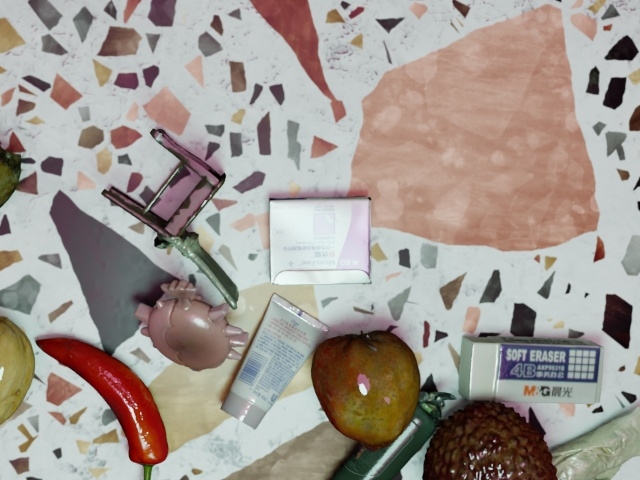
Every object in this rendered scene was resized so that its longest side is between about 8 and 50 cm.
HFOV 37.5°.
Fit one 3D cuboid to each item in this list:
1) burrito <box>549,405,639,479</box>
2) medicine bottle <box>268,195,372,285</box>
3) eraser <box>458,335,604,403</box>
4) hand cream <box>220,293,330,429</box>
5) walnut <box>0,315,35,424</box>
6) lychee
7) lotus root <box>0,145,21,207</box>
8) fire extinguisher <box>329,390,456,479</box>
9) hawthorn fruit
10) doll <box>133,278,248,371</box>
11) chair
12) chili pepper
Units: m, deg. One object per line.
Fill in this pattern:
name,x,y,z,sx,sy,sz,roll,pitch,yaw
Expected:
burrito,0.516,0.479,1.945,0.392,0.076,0.117,-29,97,-3
medicine bottle,0.000,0.000,1.824,0.201,0.052,0.171,0,97,-7
eraser,0.425,0.262,1.905,0.279,0.081,0.124,2,96,-9
hand cream,-0.100,0.238,1.830,0.133,0.083,0.247,35,79,-12
walnut,-0.611,0.237,1.680,0.195,0.195,0.221,28,88,-11
lychee,0.324,0.457,1.803,0.264,0.264,0.300,17,63,-10
lotus root,-0.689,-0.083,1.649,0.314,0.210,0.141,-8,86,5
fire extinguisher,0.143,0.408,1.863,0.095,0.114,0.311,42,87,-22
hawthorn fruit,0.086,0.295,1.796,0.208,0.208,0.248,-3,97,-9
doll,-0.240,0.164,1.736,0.211,0.093,0.262,4,137,14
chair,-0.225,-0.043,1.730,0.319,0.160,0.186,39,91,-9
chili pepper,-0.384,0.311,1.791,0.137,0.092,0.368,-30,94,15
